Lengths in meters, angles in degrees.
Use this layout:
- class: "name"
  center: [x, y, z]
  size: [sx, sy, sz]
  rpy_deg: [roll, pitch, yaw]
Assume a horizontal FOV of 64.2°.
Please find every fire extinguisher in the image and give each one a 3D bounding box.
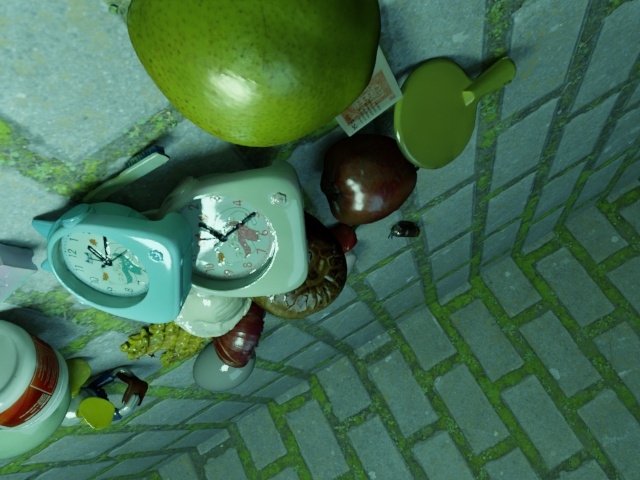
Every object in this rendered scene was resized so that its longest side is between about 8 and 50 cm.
- class: "fire extinguisher"
  center: [0.284, -0.034, 1.734]
  size: [0.158, 0.043, 0.064]
  rpy_deg: [1, 112, -51]

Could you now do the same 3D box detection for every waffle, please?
- class: "waffle"
  center: [-0.425, 0.297, 1.530]
  size: [0.259, 0.069, 0.293]
  rpy_deg: [-32, 157, 5]

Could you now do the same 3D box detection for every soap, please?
- class: "soap"
  center: [-0.593, 0.068, 0.900]
  size: [0.149, 0.056, 0.100]
  rpy_deg: [-37, 153, 13]

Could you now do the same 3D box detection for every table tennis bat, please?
- class: "table tennis bat"
  center: [0.297, -0.305, 1.114]
  size: [0.368, 0.054, 0.224]
  rpy_deg: [-36, 119, -20]

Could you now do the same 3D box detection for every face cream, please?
- class: "face cream"
  center: [-0.663, 0.284, 1.061]
  size: [0.201, 0.201, 0.187]
  rpy_deg: [-25, 156, -13]

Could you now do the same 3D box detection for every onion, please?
- class: "onion"
  center: [-0.238, 0.253, 1.506]
  size: [0.248, 0.161, 0.248]
  rpy_deg: [-56, 180, -1]

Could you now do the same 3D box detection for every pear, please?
- class: "pear"
  center: [-0.076, -0.260, 0.603]
  size: [0.294, 0.294, 0.294]
  rpy_deg: [-25, 156, -12]

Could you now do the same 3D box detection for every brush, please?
- class: "brush"
  center: [-0.339, -0.113, 0.879]
  size: [0.178, 0.030, 0.033]
  rpy_deg: [-27, 166, 17]

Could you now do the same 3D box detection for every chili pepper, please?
- class: "chili pepper"
  center: [-0.005, 0.006, 1.428]
  size: [0.368, 0.092, 0.137]
  rpy_deg: [-15, 137, -38]

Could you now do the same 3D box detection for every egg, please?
- class: "egg"
  center: [-0.733, 0.410, 1.224]
  size: [0.282, 0.203, 0.203]
  rpy_deg: [-34, 156, 4]
- class: "egg"
  center: [-0.335, 0.428, 1.759]
  size: [0.231, 0.176, 0.176]
  rpy_deg: [-30, 158, 18]

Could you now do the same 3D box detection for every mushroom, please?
- class: "mushroom"
  center: [-0.064, 0.044, 1.220]
  size: [0.297, 0.278, 0.163]
  rpy_deg: [33, 152, -26]

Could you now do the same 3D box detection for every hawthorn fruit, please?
- class: "hawthorn fruit"
  center: [0.129, -0.140, 1.140]
  size: [0.248, 0.208, 0.208]
  rpy_deg: [-14, 153, -15]

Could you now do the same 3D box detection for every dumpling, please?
- class: "dumpling"
  center: [-0.273, 0.170, 1.352]
  size: [0.215, 0.126, 0.167]
  rpy_deg: [-28, 116, -42]

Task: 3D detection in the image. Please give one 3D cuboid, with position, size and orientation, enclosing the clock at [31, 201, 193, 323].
- class: "clock"
  center: [-0.370, 0.029, 0.915]
  size: [0.274, 0.094, 0.224]
  rpy_deg: [15, 128, 0]

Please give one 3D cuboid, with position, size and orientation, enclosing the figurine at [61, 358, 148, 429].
- class: "figurine"
  center: [-0.671, 0.463, 1.515]
  size: [0.283, 0.205, 0.338]
  rpy_deg: [-15, 165, -47]

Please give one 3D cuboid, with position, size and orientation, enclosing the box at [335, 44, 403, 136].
- class: "box"
  center: [0.063, -0.293, 0.949]
  size: [0.141, 0.058, 0.201]
  rpy_deg: [-35, 157, 10]

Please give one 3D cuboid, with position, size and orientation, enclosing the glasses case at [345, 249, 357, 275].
- class: "glasses case"
  center: [0.033, 0.123, 1.709]
  size: [0.113, 0.075, 0.297]
  rpy_deg: [-18, 154, -30]

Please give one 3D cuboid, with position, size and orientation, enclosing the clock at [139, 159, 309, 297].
- class: "clock"
  center: [-0.188, -0.017, 1.006]
  size: [0.324, 0.109, 0.265]
  rpy_deg: [-5, 121, -3]
